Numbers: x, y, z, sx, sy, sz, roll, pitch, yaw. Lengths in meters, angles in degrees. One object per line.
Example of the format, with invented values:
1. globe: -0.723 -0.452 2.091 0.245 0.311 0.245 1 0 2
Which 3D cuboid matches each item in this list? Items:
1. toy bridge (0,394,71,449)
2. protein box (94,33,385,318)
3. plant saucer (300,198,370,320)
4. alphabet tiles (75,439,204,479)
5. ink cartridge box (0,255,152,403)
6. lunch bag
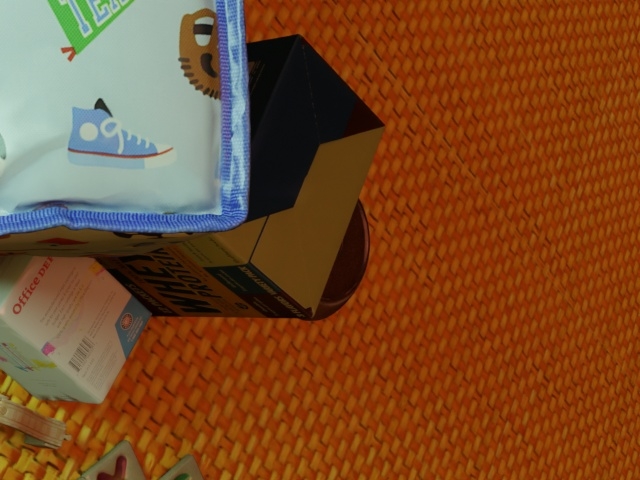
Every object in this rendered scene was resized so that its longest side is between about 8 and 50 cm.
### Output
1. toy bridge: -0.268 0.131 1.016 0.188 0.063 0.026 29 67 -44
2. protein box: -0.087 -0.050 1.124 0.136 0.201 0.199 43 58 -39
3. plant saucer: 0.000 0.000 1.351 0.168 0.029 0.168 2 88 -48
4. alphabet tiles: -0.165 0.368 1.161 0.285 0.011 0.342 -39 117 -42
5. ink cartridge box: -0.227 0.054 1.045 0.143 0.090 0.092 50 54 -34
6. lunch bag: -0.168 -0.183 0.847 0.239 0.328 0.385 -2 86 -17
